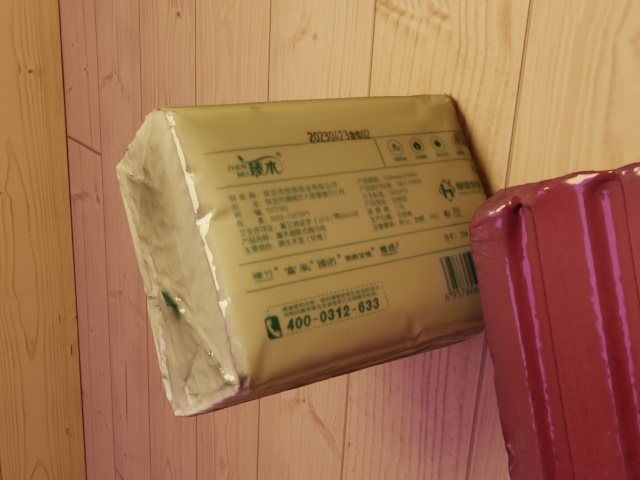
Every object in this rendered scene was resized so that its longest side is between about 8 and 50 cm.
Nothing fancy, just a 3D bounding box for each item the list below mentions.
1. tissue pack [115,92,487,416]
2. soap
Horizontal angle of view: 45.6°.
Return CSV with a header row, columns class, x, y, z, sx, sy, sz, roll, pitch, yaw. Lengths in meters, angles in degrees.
class,x,y,z,sx,sy,sz,roll,pitch,yaw
tissue pack,0.000,0.000,0.829,0.207,0.380,0.297,-33,69,54
soap,0.271,0.113,0.693,0.233,0.128,0.359,-6,94,54
